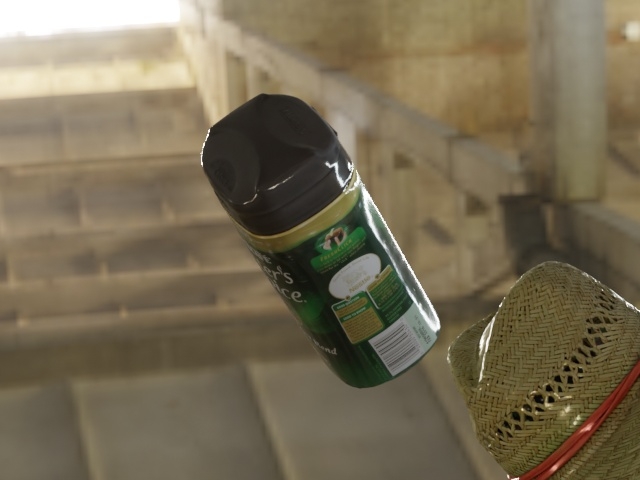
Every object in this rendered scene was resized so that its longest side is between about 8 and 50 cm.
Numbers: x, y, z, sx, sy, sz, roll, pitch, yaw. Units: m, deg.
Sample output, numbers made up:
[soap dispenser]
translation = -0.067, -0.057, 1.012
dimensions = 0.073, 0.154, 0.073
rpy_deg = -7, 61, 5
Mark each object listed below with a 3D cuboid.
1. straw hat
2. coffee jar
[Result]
[straw hat]
translation = 0.072, 0.041, 0.540
dimensions = 0.061, 0.144, 0.144
rpy_deg = 42, -165, -3
[coffee jar]
translation = 0.000, 0.000, 1.083
dimensions = 0.079, 0.184, 0.096
rpy_deg = -34, -141, -5
